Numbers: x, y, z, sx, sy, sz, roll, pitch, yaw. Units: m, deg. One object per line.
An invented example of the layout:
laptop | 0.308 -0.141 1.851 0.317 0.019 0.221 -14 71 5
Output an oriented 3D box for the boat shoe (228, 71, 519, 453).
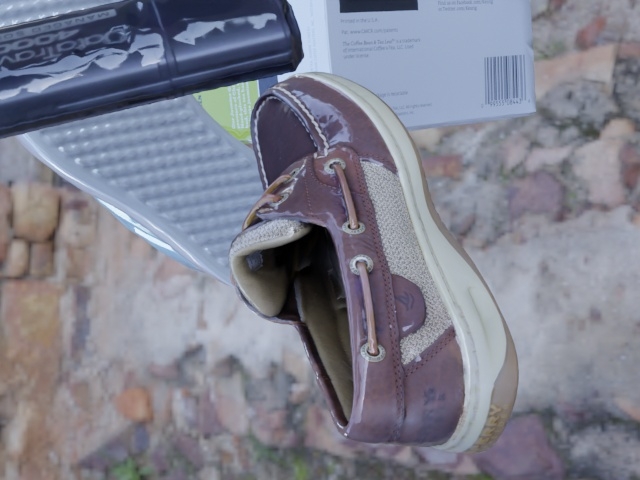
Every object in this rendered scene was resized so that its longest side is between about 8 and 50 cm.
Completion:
boat shoe | 0.000 0.000 0.773 0.342 0.123 0.123 -116 33 -43

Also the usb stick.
usb stick | -0.146 -0.093 0.660 0.045 0.278 0.077 86 166 -48

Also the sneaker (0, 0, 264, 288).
sneaker | -0.164 -0.084 0.963 0.135 0.366 0.150 -49 23 -17

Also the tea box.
tea box | 0.025 -0.235 1.434 0.324 0.329 0.219 5 101 50
